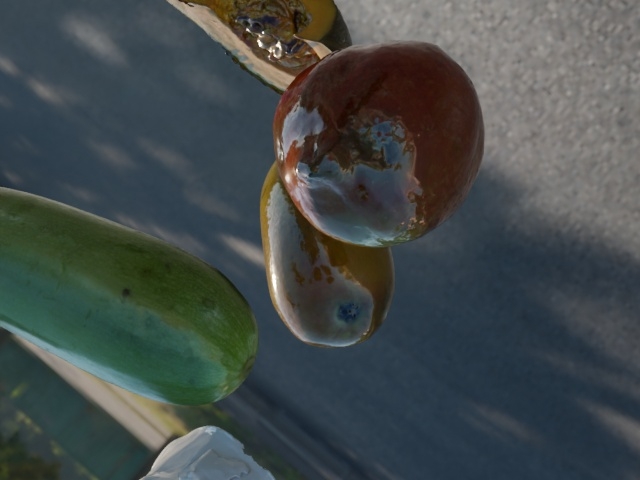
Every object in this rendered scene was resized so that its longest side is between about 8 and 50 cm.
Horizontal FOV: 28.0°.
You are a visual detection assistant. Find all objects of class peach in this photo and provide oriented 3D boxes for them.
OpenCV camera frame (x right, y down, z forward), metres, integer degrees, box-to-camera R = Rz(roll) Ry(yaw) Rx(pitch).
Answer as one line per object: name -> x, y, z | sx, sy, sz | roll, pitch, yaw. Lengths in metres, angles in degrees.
peach -> 0.052, -0.102, 1.369 | 0.232, 0.232, 0.257 | 34, -155, 26

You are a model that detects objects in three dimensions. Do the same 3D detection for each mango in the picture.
mango -> 0.000, 0.000, 1.798 | 0.211, 0.173, 0.317 | 97, 159, -56

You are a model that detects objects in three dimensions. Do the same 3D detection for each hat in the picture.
hat -> -0.122, 0.247, 0.980 | 0.203, 0.126, 0.203 | 11, 105, 46

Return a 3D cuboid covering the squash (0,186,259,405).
squash -> -0.214, 0.023, 1.008 | 0.370, 0.118, 0.118 | 22, 160, 17

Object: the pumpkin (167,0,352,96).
pumpkin -> -0.058, -0.267, 1.657 | 0.278, 0.111, 0.163 | 21, 152, 23
